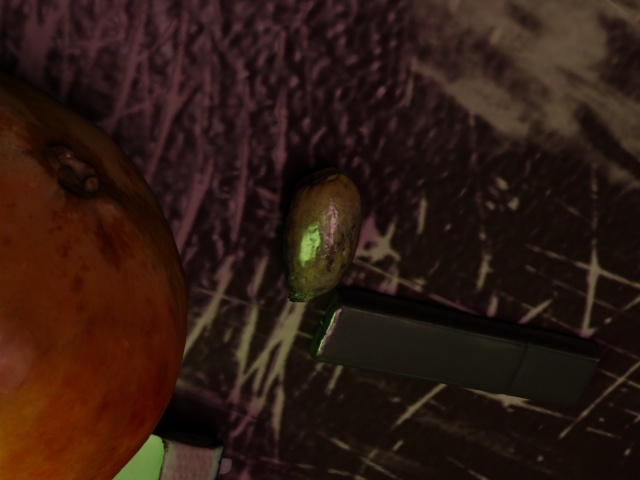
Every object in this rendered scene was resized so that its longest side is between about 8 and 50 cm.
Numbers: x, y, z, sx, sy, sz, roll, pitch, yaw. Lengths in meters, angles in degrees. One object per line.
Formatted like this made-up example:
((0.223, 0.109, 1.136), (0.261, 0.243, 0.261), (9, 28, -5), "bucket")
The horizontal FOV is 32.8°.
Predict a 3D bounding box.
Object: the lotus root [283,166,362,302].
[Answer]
((0.000, 0.000, 0.711), (0.049, 0.054, 0.099), (12, 116, -2), "lotus root")

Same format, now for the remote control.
((0.107, 0.084, 0.817), (0.245, 0.025, 0.063), (13, 111, -26), "remote control")

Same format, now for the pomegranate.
((-0.211, 0.041, 0.563), (0.270, 0.229, 0.252), (-36, 133, 18), "pomegranate")

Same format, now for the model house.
((-0.113, 0.183, 0.773), (0.100, 0.088, 0.100), (19, 81, -52), "model house")
